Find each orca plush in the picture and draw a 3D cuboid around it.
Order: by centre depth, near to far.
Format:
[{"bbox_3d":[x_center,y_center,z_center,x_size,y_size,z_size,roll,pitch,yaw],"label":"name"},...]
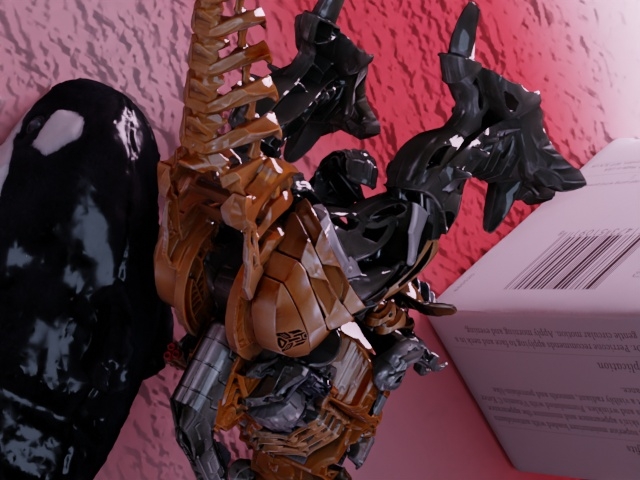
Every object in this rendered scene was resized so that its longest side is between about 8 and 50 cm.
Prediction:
[{"bbox_3d":[-0.132,0.058,0.838,0.151,0.102,0.287,40,68,-25],"label":"orca plush"}]

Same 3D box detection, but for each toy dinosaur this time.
[{"bbox_3d":[0.000,0.000,0.856,0.164,0.322,0.218,34,61,11],"label":"toy dinosaur"}]

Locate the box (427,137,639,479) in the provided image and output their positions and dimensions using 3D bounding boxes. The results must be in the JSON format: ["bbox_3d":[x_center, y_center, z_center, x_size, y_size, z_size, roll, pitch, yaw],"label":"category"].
[{"bbox_3d":[0.191,0.034,1.001,0.182,0.181,0.119,-40,110,-28],"label":"box"}]
